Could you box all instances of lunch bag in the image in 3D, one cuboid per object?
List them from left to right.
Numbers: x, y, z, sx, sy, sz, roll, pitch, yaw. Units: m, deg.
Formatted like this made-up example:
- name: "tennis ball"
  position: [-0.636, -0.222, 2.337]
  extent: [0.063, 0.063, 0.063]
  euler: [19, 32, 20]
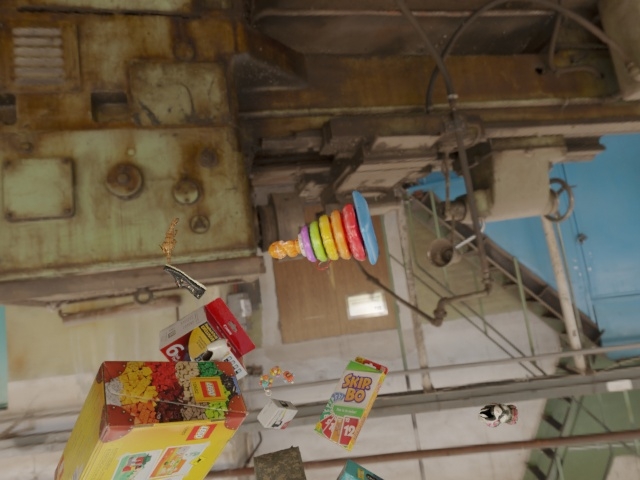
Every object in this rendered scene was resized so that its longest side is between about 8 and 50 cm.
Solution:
- name: "lunch bag"
  position: [-0.183, 1.126, 2.055]
  extent: [0.234, 0.287, 0.169]
  euler: [-9, 130, -11]

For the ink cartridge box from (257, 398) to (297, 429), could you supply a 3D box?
- name: "ink cartridge box"
  position: [-0.221, 0.894, 2.261]
  extent: [0.072, 0.128, 0.175]
  euler: [36, -179, 40]

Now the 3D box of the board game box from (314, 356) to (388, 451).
- name: "board game box"
  position: [0.094, 0.470, 1.302]
  extent: [0.124, 0.260, 0.039]
  euler: [11, 146, 40]

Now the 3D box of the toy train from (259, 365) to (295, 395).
- name: "toy train"
  position: [-0.213, 0.666, 2.126]
  extent: [0.166, 0.125, 0.046]
  euler: [-27, 139, -28]

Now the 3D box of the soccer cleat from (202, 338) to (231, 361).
- name: "soccer cleat"
  position: [-0.335, 0.374, 1.369]
  extent: [0.076, 0.068, 0.196]
  euler: [-5, 133, -33]

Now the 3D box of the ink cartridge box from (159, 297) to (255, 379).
- name: "ink cartridge box"
  position: [-0.426, 0.423, 1.721]
  extent: [0.271, 0.310, 0.130]
  euler: [-32, -152, -6]

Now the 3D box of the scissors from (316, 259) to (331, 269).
- name: "scissors"
  position: [0.055, 0.006, 2.067]
  extent: [0.108, 0.297, 0.021]
  euler: [32, 160, 15]

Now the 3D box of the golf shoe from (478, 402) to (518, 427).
- name: "golf shoe"
  position: [0.514, 0.520, 1.328]
  extent: [0.085, 0.068, 0.186]
  euler: [12, 152, -1]

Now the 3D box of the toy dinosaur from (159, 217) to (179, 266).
- name: "toy dinosaur"
  position: [-0.551, 0.022, 1.597]
  extent: [0.064, 0.212, 0.112]
  euler: [4, 170, -23]

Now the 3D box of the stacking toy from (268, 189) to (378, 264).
- name: "stacking toy"
  position: [0.000, 0.000, 1.218]
  extent: [0.301, 0.175, 0.166]
  euler: [-15, 135, 6]

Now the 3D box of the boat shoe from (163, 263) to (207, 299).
- name: "boat shoe"
  position: [-0.376, 0.112, 1.205]
  extent: [0.133, 0.042, 0.049]
  euler: [39, 160, -16]

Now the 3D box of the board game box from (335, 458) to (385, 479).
- name: "board game box"
  position: [0.200, 1.066, 1.746]
  extent: [0.335, 0.254, 0.079]
  euler: [28, -161, 7]

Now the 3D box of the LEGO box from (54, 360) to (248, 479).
- name: "LEGO box"
  position: [-0.494, 0.582, 1.257]
  extent: [0.372, 0.193, 0.501]
  euler: [13, 120, -38]
